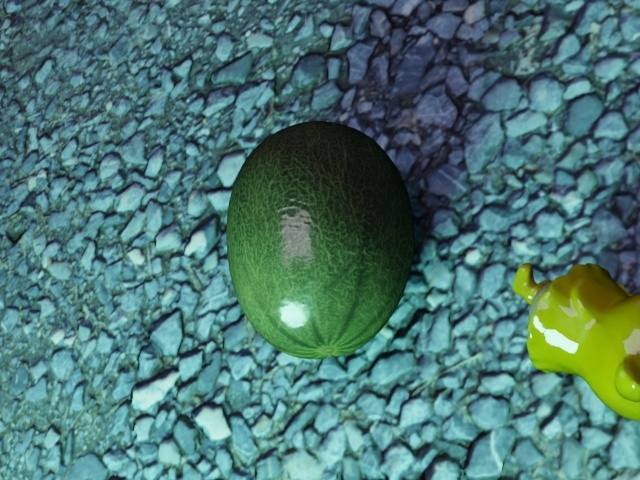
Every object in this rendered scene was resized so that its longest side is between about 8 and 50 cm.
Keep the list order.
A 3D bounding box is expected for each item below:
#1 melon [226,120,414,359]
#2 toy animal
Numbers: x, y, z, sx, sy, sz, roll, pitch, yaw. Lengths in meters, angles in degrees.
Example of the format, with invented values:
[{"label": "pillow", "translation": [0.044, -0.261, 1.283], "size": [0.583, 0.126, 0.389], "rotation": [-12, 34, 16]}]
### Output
[{"label": "melon", "translation": [0.000, 0.000, 1.464], "size": [0.237, 0.237, 0.301], "rotation": [-16, 61, 30]}, {"label": "toy animal", "translation": [0.301, 0.106, 1.248], "size": [0.156, 0.156, 0.230], "rotation": [-52, 48, 5]}]
